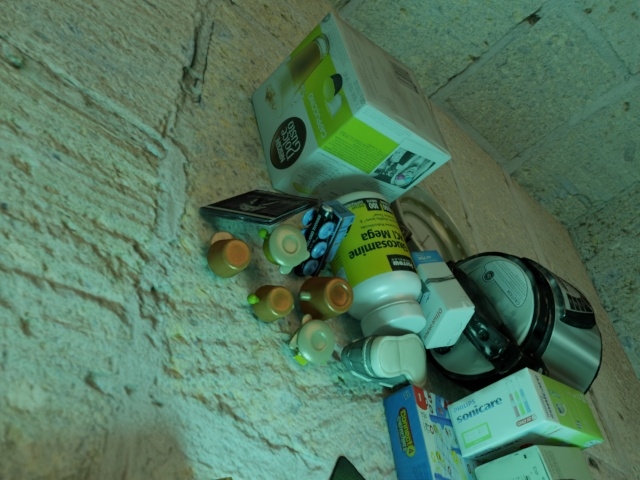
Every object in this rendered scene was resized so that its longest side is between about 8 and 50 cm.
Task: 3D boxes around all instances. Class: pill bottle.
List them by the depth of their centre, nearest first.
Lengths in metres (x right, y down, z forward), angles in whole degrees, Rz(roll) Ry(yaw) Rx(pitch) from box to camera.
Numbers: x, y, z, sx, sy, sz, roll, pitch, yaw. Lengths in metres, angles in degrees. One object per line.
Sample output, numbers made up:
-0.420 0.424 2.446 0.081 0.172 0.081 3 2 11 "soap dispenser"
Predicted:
0.123 0.065 1.430 0.187 0.188 0.334 18 44 -46 "pill bottle"

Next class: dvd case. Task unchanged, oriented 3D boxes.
-0.123 -0.071 1.289 0.221 0.164 0.018 -29 126 -61 "dvd case"

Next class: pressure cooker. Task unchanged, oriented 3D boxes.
0.472 0.236 1.573 0.420 0.369 0.376 30 67 -33 "pressure cooker"

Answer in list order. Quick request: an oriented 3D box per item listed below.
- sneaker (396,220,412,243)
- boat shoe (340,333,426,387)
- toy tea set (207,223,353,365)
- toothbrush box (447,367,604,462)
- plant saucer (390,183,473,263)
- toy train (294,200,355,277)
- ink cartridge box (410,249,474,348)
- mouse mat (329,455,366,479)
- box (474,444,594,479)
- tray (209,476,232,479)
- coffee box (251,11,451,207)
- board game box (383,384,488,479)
0.168 0.020 1.611 0.087 0.130 0.228 44 32 -12 "sneaker"
0.149 0.261 1.334 0.319 0.099 0.116 26 60 -58 "boat shoe"
-0.082 0.090 1.229 0.336 0.124 0.200 48 59 -16 "toy tea set"
0.451 0.401 1.343 0.283 0.206 0.122 28 38 -39 "toothbrush box"
0.329 -0.002 1.895 0.400 0.100 0.401 36 34 -29 "plant saucer"
0.000 0.000 1.335 0.105 0.184 0.080 -12 43 -47 "toy train"
0.264 0.138 1.451 0.082 0.140 0.191 -2 43 -24 "ink cartridge box"
0.076 0.495 1.084 0.190 0.007 0.153 50 29 -7 "mouse mat"
0.449 0.505 1.249 0.232 0.148 0.127 21 43 -44 "box"
-0.245 0.395 0.661 0.410 0.076 0.203 13 48 -48 "tray"
0.068 -0.300 1.602 0.338 0.334 0.338 19 44 -42 "coffee box"
0.285 0.497 1.299 0.301 0.086 0.308 29 37 -35 "board game box"
